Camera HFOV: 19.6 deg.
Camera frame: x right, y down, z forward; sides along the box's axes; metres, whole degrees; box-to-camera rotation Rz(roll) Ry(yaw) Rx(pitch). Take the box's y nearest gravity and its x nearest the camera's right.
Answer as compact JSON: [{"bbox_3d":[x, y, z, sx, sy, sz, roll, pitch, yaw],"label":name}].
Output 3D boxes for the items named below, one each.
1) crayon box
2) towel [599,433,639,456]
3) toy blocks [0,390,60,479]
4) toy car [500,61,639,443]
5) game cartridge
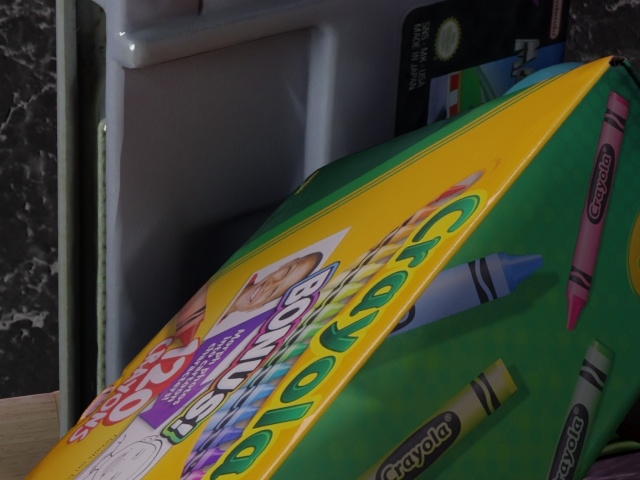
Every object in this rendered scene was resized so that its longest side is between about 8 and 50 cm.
[{"bbox_3d":[-0.006,0.069,0.578,0.165,0.081,0.278,-18,24,51],"label":"crayon box"},{"bbox_3d":[0.181,0.091,1.031,0.113,0.023,0.152,-20,-1,38],"label":"towel"},{"bbox_3d":[-0.175,0.147,1.053,0.261,0.191,0.381,-5,-9,-35],"label":"toy blocks"},{"bbox_3d":[0.218,0.020,0.718,0.238,0.219,0.210,32,-67,-35],"label":"toy car"},{"bbox_3d":[0.000,0.000,0.767,0.230,0.355,0.068,-16,33,-32],"label":"game cartridge"}]
